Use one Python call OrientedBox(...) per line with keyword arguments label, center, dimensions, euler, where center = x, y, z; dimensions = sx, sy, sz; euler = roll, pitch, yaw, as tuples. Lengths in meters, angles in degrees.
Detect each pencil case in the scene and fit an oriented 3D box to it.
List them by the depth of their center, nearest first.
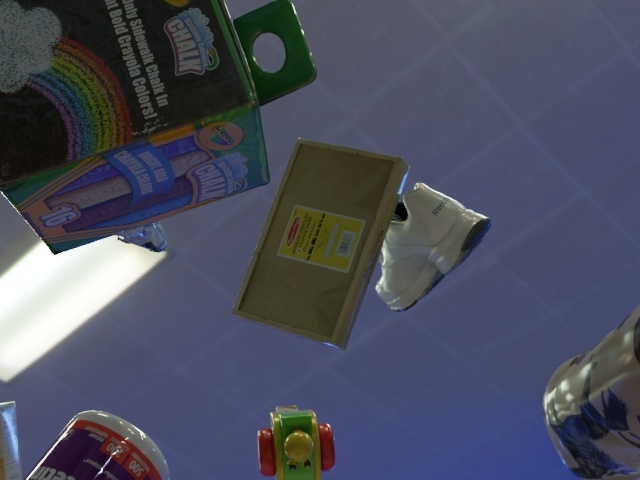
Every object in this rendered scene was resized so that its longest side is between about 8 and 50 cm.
OrientedBox(label="pencil case", center=(0.371, 0.131, 1.059), dimensions=(0.160, 0.183, 0.410), euler=(48, -25, 16))

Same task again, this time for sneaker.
OrientedBox(label="sneaker", center=(0.139, 0.006, 1.452), dimensions=(0.129, 0.111, 0.297), euler=(41, -30, 4))
OrientedBox(label="sneaker", center=(-0.273, -0.035, 1.498), dimensions=(0.085, 0.237, 0.086), euler=(16, -97, 6))

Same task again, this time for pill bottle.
OrientedBox(label="pill bottle", center=(-0.371, 0.415, 1.442), dimensions=(0.181, 0.323, 0.181), euler=(19, -43, 18))

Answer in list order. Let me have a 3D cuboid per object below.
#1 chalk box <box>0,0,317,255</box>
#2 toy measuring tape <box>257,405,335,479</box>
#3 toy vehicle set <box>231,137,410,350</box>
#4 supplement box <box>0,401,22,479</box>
OrientedBox(label="chalk box", center=(-0.151, -0.134, 0.915), dimensions=(0.289, 0.180, 0.179), euler=(-18, -18, -7))
OrientedBox(label="toy measuring tape", center=(-0.041, 0.312, 1.504), dimensions=(0.121, 0.330, 0.121), euler=(1, -97, -5))
OrientedBox(label="toy vehicle set", center=(0.000, 0.000, 1.352), dimensions=(0.166, 0.267, 0.035), euler=(15, -12, 29))
OrientedBox(label="supplement box", center=(-0.297, 0.193, 0.873), dimensions=(0.062, 0.036, 0.098), euler=(-7, -93, 6))
